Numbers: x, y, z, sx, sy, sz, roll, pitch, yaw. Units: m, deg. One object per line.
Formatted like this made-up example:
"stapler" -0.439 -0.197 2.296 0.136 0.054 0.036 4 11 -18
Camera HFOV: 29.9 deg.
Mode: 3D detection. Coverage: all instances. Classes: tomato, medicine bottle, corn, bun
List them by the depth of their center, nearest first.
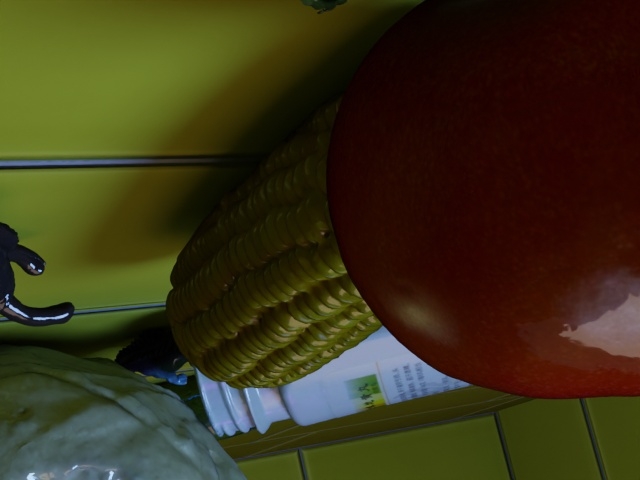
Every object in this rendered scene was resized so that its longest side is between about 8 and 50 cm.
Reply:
"tomato" 0.094 -0.032 0.411 0.195 0.136 0.195 -14 -164 4
"corn" 0.000 0.000 0.666 0.120 0.120 0.363 -7 161 -26
"bun" -0.185 0.212 1.013 0.202 0.364 0.364 -55 174 -13
"medicine bottle" 0.055 0.080 1.028 0.324 0.124 0.179 -15 158 3

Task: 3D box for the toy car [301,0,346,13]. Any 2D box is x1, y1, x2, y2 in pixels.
"toy car" 0.061 -0.113 0.361 0.186 0.058 0.093 -21 -168 -23

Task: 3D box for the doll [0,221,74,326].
"doll" -0.222 0.019 0.659 0.139 0.057 0.165 -15 158 14

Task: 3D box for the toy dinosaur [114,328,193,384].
"toy dinosaur" -0.144 0.106 1.117 0.197 0.045 0.080 -23 152 10

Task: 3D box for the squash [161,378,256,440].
"squash" -0.193 0.210 1.414 0.332 0.087 0.087 -10 166 -7
